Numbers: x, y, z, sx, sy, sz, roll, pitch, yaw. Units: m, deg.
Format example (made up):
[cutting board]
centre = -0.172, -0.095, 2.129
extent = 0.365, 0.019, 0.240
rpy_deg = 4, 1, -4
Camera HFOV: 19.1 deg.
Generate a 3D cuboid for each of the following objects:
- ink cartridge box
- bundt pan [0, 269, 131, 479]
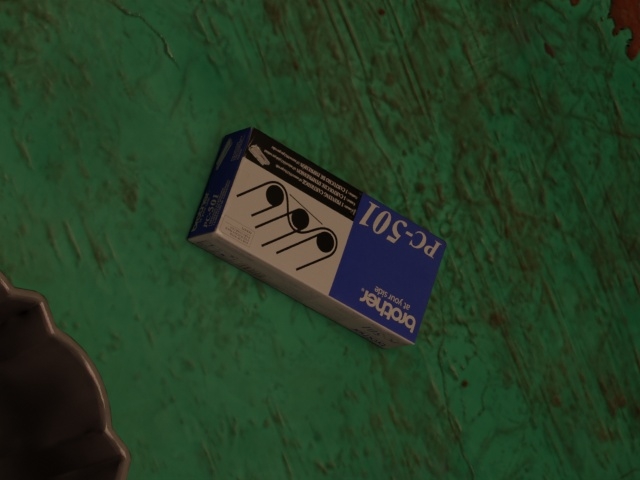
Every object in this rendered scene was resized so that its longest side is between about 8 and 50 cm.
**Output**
[ink cartridge box]
centre = 0.000, 0.000, 1.535
extent = 0.207, 0.046, 0.097
rpy_deg = 30, 66, -27
[bundt pan]
centre = -0.281, 0.169, 1.229
extent = 0.331, 0.124, 0.331
rpy_deg = 23, 57, -40
